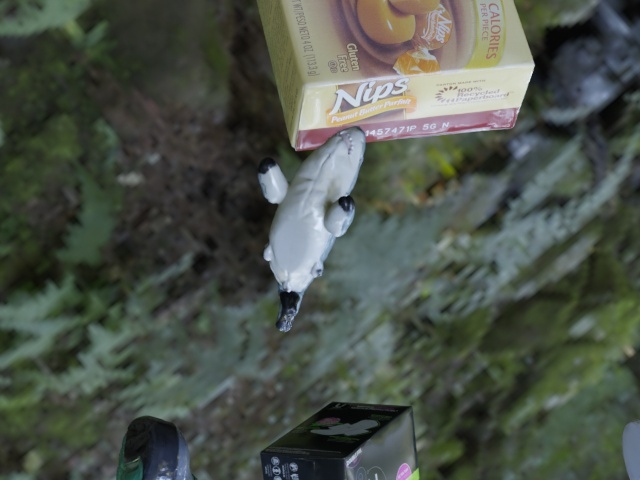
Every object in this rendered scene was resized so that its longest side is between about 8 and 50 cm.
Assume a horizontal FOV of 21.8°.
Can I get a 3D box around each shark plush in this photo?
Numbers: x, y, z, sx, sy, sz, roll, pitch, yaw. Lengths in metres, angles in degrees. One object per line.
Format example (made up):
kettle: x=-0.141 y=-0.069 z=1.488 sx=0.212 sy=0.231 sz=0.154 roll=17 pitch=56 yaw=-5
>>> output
shark plush: x=0.000 y=0.000 z=1.170 sx=0.067 sy=0.073 sz=0.161 roll=-43 pitch=142 yaw=-54

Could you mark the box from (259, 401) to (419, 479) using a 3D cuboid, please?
box: x=0.013 y=0.127 z=0.882 sx=0.052 sy=0.062 sz=0.083 roll=1 pitch=-165 yaw=29

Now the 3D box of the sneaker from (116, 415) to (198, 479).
sneaker: x=-0.085 y=0.181 z=1.060 sx=0.098 sy=0.083 sz=0.224 roll=5 pitch=144 yaw=-10

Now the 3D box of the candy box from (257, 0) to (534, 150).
candy box: x=0.039 y=-0.229 z=1.336 sx=0.182 sy=0.316 sz=0.087 roll=-6 pitch=147 yaw=-12

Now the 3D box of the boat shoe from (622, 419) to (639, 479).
boat shoe: x=0.319 y=0.229 z=1.516 sx=0.040 sy=0.142 sz=0.049 roll=-14 pitch=167 yaw=-30
